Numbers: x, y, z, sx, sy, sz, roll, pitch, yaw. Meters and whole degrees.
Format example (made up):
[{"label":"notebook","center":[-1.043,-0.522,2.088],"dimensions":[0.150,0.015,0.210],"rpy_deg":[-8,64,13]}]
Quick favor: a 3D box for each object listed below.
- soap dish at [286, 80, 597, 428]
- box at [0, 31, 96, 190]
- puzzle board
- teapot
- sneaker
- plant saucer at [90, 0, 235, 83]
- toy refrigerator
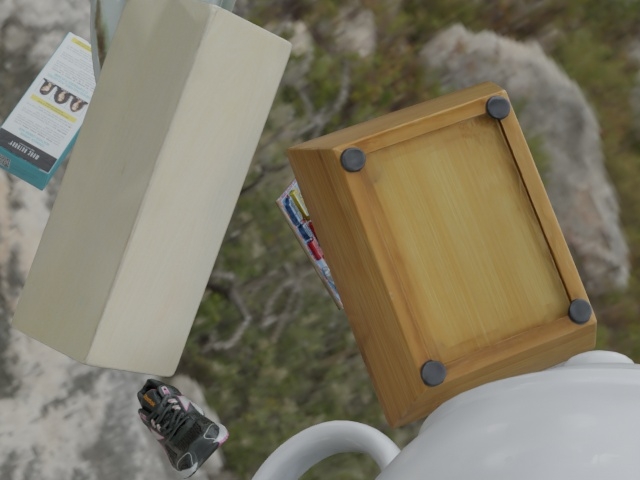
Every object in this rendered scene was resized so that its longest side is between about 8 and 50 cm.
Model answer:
[{"label":"soap dish","center":[0.124,0.005,1.416],"dimensions":[0.229,0.118,0.290],"rpy_deg":[-19,85,-16]},{"label":"box","center":[-0.407,-0.201,2.271],"dimensions":[0.100,0.060,0.244],"rpy_deg":[30,58,-3]},{"label":"puzzle board","center":[0.000,0.000,1.499],"dimensions":[0.128,0.011,0.096],"rpy_deg":[60,19,-10]},{"label":"teapot","center":[0.111,0.134,0.616],"dimensions":[0.256,0.252,0.187],"rpy_deg":[13,56,-14]},{"label":"sneaker","center":[-0.161,0.196,1.575],"dimensions":[0.077,0.178,0.072],"rpy_deg":[45,79,-19]},{"label":"plant saucer","center":[-0.158,-0.325,1.614],"dimensions":[0.101,0.400,0.400],"rpy_deg":[5,64,-23]},{"label":"toy refrigerator","center":[-0.127,-0.043,1.093],"dimensions":[0.102,0.094,0.269],"rpy_deg":[16,94,-56]}]
